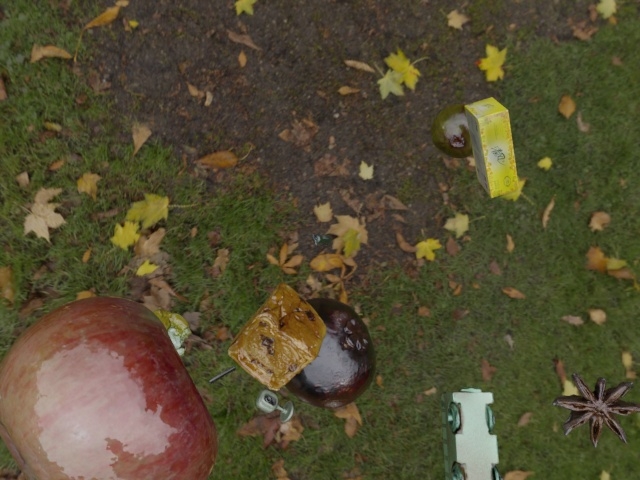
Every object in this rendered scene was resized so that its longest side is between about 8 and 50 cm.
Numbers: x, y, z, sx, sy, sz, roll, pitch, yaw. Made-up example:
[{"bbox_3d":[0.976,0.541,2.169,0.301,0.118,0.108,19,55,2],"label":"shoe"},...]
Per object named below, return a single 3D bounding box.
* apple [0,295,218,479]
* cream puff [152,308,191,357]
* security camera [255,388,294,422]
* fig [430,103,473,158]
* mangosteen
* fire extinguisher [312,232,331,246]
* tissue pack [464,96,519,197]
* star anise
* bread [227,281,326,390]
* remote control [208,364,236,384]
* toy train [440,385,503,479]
[{"bbox_3d":[-0.323,0.257,0.757,0.269,0.345,0.345,-27,94,-21],"label":"apple"},{"bbox_3d":[-0.515,0.314,1.549,0.194,0.194,0.221,14,72,-20],"label":"cream puff"},{"bbox_3d":[-0.114,0.401,1.242,0.092,0.058,0.058,33,72,-24],"label":"security camera"},{"bbox_3d":[0.333,-0.278,1.235,0.124,0.124,0.236,49,27,-10],"label":"fig"},{"bbox_3d":[-0.001,0.307,1.382,0.293,0.297,0.297,-22,93,18],"label":"mangosteen"},{"bbox_3d":[0.000,0.000,1.382,0.083,0.025,0.038,9,73,-62],"label":"fire extinguisher"},{"bbox_3d":[0.347,-0.187,1.027,0.062,0.095,0.176,-16,119,7],"label":"tissue pack"},{"bbox_3d":[0.452,0.274,0.835,0.141,0.042,0.141,4,102,18],"label":"star anise"},{"bbox_3d":[-0.088,0.197,1.046,0.149,0.158,0.143,46,28,-5],"label":"bread"},{"bbox_3d":[-0.293,0.404,1.522,0.091,0.034,0.016,-26,76,-32],"label":"remote control"},{"bbox_3d":[0.398,0.558,1.362,0.129,0.159,0.326,0,75,-2],"label":"toy train"}]
